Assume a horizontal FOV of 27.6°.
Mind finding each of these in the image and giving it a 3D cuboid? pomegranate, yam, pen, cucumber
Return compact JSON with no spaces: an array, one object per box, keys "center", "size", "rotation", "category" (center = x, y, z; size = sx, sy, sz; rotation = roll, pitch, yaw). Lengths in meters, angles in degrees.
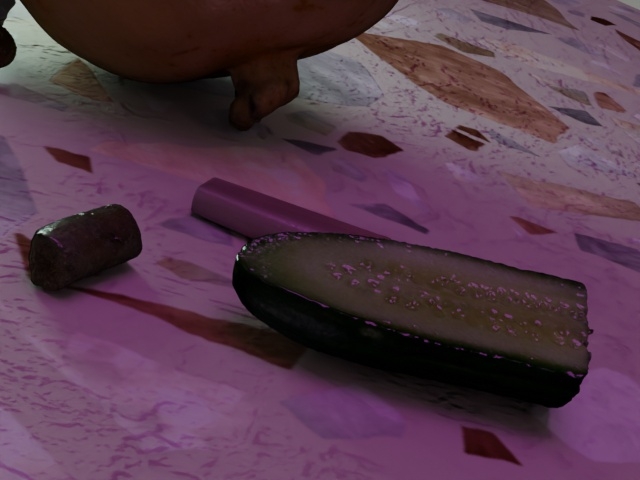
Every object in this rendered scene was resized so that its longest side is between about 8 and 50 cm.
[{"center":[-0.093,-0.298,1.170],"size":[0.412,0.411,0.411],"rotation":[16,23,-7],"category":"pomegranate"},{"center":[-0.149,0.002,0.834],"size":[0.043,0.043,0.094],"rotation":[28,25,21],"category":"yam"},{"center":[0.000,0.000,0.970],"size":[0.197,0.032,0.053],"rotation":[21,22,13],"category":"pen"},{"center":[0.058,0.052,0.851],"size":[0.244,0.063,0.115],"rotation":[16,31,-8],"category":"cucumber"}]

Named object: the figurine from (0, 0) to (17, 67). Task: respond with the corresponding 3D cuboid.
[{"center":[-0.362,-0.247,1.154],"size":[0.143,0.143,0.271],"rotation":[-16,74,-54],"category":"figurine"}]
